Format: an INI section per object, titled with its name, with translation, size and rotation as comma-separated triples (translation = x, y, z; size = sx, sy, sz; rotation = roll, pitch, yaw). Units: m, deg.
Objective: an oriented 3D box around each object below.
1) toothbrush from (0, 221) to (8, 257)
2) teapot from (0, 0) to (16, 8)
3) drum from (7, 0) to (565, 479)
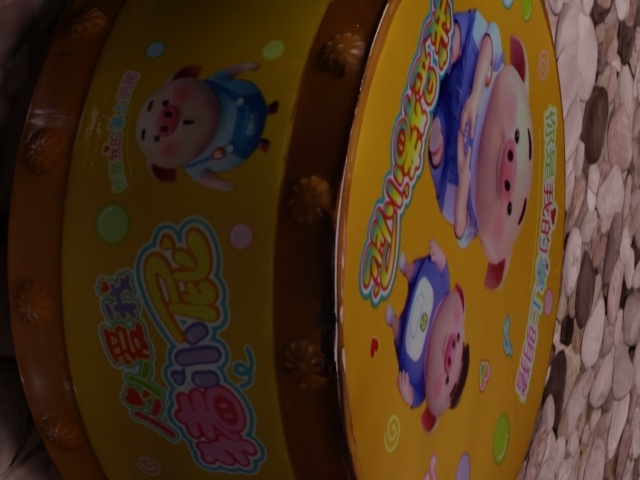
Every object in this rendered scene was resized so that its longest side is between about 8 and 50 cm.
[toothbrush]
translation = -0.202, -0.020, 0.877
size = 0.030, 0.030, 0.297
rotation = -61, 146, -19
[teapot]
translation = -0.105, -0.245, 0.773
size = 0.344, 0.253, 0.300
rotation = -32, 158, -36
[drum]
translation = 0.000, 0.000, 1.019
size = 0.431, 0.214, 0.431
rotation = 5, 90, -65
